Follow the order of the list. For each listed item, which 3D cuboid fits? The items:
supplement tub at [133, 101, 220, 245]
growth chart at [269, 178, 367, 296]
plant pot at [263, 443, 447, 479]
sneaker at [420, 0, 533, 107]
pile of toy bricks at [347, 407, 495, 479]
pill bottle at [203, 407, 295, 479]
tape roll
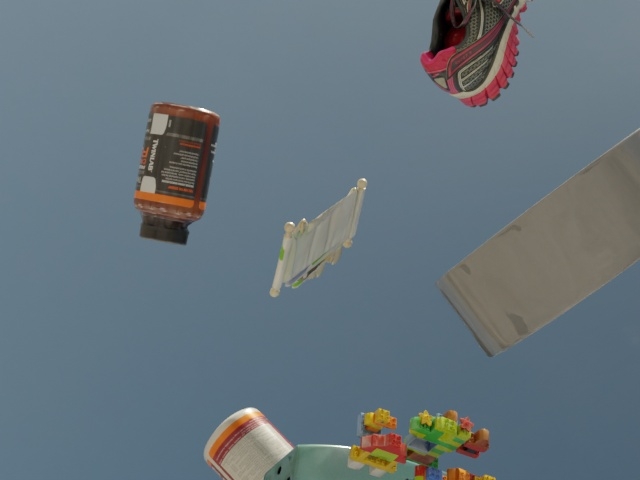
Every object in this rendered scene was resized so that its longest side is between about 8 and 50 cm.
[{"bbox_3d":[-0.211,-0.095,1.594,0.106,0.106,0.198,9,-91,44],"label":"supplement tub"},{"bbox_3d":[0.000,0.000,1.724,0.021,0.237,0.172,33,-51,19],"label":"growth chart"},{"bbox_3d":[0.037,0.395,1.566,0.165,0.234,0.166,-48,-155,42],"label":"plant pot"},{"bbox_3d":[0.221,-0.334,1.474,0.121,0.112,0.299,-3,-112,51],"label":"sneaker"},{"bbox_3d":[0.147,0.251,1.381,0.105,0.212,0.118,-50,-155,44],"label":"pile of toy bricks"},{"bbox_3d":[-0.076,0.383,1.775,0.221,0.121,0.121,42,-56,25],"label":"pill bottle"},{"bbox_3d":[0.193,-0.004,0.830,0.072,0.219,0.219,54,-49,7],"label":"tape roll"}]
